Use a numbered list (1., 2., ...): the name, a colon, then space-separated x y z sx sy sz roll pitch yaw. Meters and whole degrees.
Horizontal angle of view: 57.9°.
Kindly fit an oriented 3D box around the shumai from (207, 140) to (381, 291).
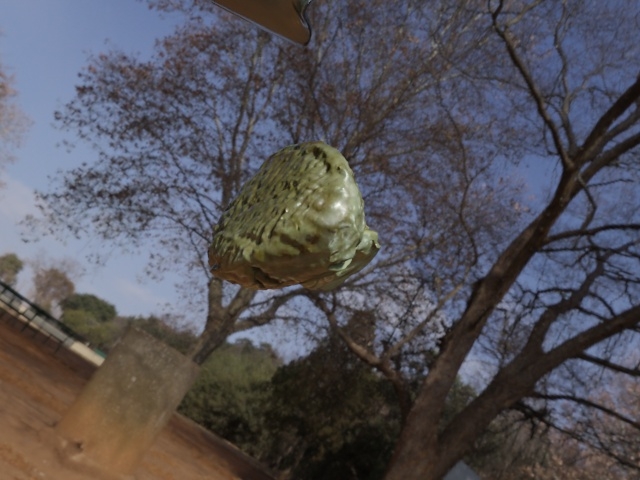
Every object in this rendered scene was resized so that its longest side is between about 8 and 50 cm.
1. shumai: 0.000 0.000 1.042 0.330 0.291 0.288 -10 -44 46

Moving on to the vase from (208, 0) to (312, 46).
1. vase: -0.128 -0.345 0.635 0.301 0.251 0.156 19 -49 -6
